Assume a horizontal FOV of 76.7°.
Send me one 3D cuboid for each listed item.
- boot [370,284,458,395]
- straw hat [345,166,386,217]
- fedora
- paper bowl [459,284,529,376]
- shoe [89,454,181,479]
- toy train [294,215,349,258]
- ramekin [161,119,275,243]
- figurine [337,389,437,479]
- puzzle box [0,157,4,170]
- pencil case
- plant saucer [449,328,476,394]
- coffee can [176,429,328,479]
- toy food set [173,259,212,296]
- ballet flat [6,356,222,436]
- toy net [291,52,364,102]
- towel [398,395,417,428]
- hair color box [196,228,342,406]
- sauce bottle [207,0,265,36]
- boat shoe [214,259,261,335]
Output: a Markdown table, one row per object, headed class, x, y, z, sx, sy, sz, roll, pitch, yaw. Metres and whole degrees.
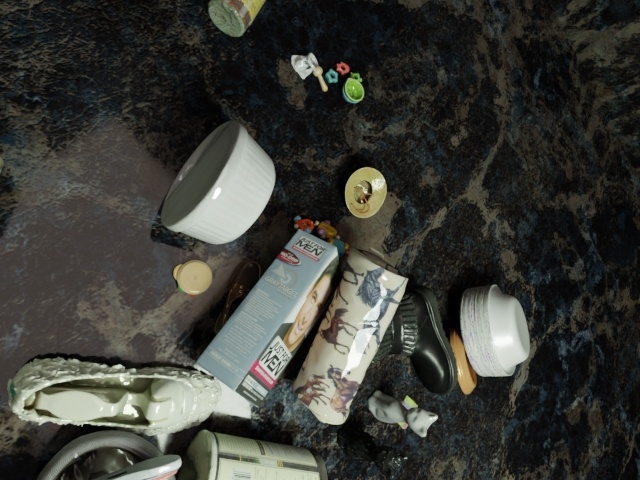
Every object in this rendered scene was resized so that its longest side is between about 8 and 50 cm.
| class | x | y | z | sx | sy | sz | roll | pitch | yaw |
| --- | --- | --- | --- | --- | --- | --- | --- | --- | --- |
| boot | 0.236 | 0.317 | 1.161 | 0.260 | 0.131 | 0.348 | -17 | 89 | -32 |
| straw hat | 0.117 | -0.141 | 1.178 | 0.145 | 0.061 | 0.144 | -5 | 103 | -22 |
| fedora | -0.413 | 0.501 | 0.780 | 0.244 | 0.124 | 0.275 | -37 | 96 | -29 |
| paper bowl | 0.563 | 0.283 | 1.285 | 0.284 | 0.148 | 0.284 | 25 | 58 | -48 |
| shoe | -0.338 | 0.454 | 0.725 | 0.178 | 0.063 | 0.081 | -9 | 83 | -24 |
| toy train | 0.000 | 0.000 | 1.087 | 0.125 | 0.046 | 0.166 | -18 | 60 | -47 |
| ramekin | -0.215 | -0.116 | 0.881 | 0.127 | 0.273 | 0.272 | 35 | 69 | -35 |
| figurine | 0.182 | 0.505 | 1.066 | 0.215 | 0.209 | 0.092 | -38 | 104 | -27 |
| puzzle box | -0.627 | 0.016 | 0.622 | 0.052 | 0.272 | 0.408 | 21 | 75 | -26 |
| pencil case | 0.071 | 0.218 | 0.988 | 0.160 | 0.183 | 0.410 | 22 | 93 | -13 |
| plant saucer | 0.450 | 0.375 | 1.267 | 0.200 | 0.037 | 0.200 | 45 | 37 | -47 |
| coffee can | -0.151 | 0.542 | 0.880 | 0.275 | 0.201 | 0.201 | 24 | 74 | -25 |
| toy food set | -0.295 | 0.087 | 0.946 | 0.083 | 0.020 | 0.082 | -24 | 97 | -29 |
| ballet flat | -0.388 | 0.327 | 0.808 | 0.409 | 0.147 | 0.147 | 15 | 78 | -28 |
| toy net | 0.028 | -0.490 | 1.170 | 0.232 | 0.045 | 0.122 | 21 | 76 | -26 |
| towel | 0.257 | 0.519 | 1.222 | 0.060 | 0.009 | 0.083 | 47 | 65 | -17 |
| hair color box | -0.096 | 0.178 | 0.946 | 0.114 | 0.185 | 0.374 | 26 | 66 | 22 |
| sauce bottle | -0.169 | -0.688 | 1.044 | 0.111 | 0.111 | 0.344 | 32 | 69 | -23 |
| boat shoe | -0.188 | 0.142 | 0.972 | 0.073 | 0.073 | 0.207 | 24 | 73 | -22 |
